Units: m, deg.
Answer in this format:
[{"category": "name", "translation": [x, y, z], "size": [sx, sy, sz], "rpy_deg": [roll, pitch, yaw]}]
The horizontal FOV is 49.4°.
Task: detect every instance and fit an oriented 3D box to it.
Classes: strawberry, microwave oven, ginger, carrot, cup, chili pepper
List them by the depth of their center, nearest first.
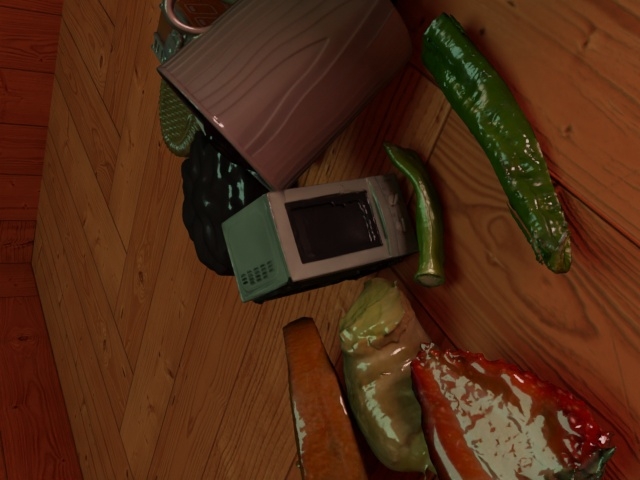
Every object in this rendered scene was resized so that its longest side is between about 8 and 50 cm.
[{"category": "strawberry", "translation": [0.183, 0.210, 0.717], "size": [0.228, 0.098, 0.174], "rpy_deg": [27, 97, 41]}, {"category": "chili pepper", "translation": [0.195, -0.111, 0.751], "size": [0.084, 0.077, 0.359], "rpy_deg": [99, 157, -52]}, {"category": "ginger", "translation": [0.096, 0.174, 0.850], "size": [0.267, 0.138, 0.152], "rpy_deg": [62, 175, 21]}, {"category": "chili pepper", "translation": [0.127, -0.040, 0.881], "size": [0.050, 0.052, 0.201], "rpy_deg": [-19, 70, 26]}, {"category": "cup", "translation": [-0.065, -0.241, 0.903], "size": [0.288, 0.273, 0.208], "rpy_deg": [46, 178, 8]}, {"category": "microwave oven", "translation": [0.000, 0.000, 0.927], "size": [0.162, 0.208, 0.122], "rpy_deg": [-28, 76, 55]}, {"category": "carrot", "translation": [0.000, 0.256, 0.953], "size": [0.258, 0.100, 0.307], "rpy_deg": [95, 160, -71]}]

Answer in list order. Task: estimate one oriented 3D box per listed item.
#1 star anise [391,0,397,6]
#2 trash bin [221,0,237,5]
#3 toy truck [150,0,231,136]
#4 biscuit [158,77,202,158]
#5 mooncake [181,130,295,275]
[{"category": "star anise", "translation": [0.087, -0.392, 0.908], "size": [0.234, 0.073, 0.177], "rpy_deg": [140, 125, -72]}, {"category": "trash bin", "translation": [-0.047, -0.462, 1.008], "size": [0.121, 0.243, 0.247], "rpy_deg": [26, 114, 12]}, {"category": "toy truck", "translation": [-0.146, -0.287, 1.167], "size": [0.387, 0.207, 0.173], "rpy_deg": [56, 135, 41]}, {"category": "biscuit", "translation": [-0.284, -0.298, 1.511], "size": [0.259, 0.079, 0.259], "rpy_deg": [4, 95, 57]}, {"category": "mooncake", "translation": [-0.162, -0.073, 1.265], "size": [0.283, 0.141, 0.282], "rpy_deg": [8, 100, 59]}]
